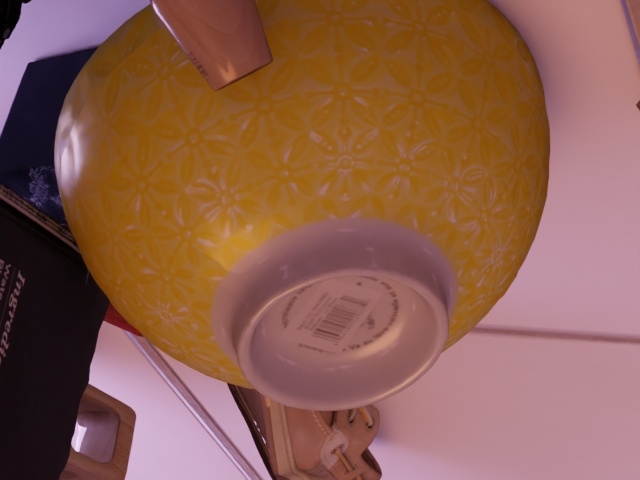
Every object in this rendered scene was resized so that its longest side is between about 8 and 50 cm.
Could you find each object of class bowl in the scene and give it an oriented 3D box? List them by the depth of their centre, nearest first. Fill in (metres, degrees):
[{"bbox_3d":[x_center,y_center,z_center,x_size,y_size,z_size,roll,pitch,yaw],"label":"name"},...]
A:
[{"bbox_3d":[0.000,0.000,1.057,0.289,0.156,0.289,-6,137,-6],"label":"bowl"}]

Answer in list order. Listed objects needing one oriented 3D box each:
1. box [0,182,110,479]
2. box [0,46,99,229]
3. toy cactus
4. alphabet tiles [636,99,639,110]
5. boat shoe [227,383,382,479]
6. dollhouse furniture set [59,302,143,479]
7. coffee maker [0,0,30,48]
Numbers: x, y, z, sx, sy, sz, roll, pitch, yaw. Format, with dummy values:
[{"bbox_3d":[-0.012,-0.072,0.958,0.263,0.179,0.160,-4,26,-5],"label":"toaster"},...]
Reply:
[{"bbox_3d":[-0.426,0.045,0.998,0.480,0.297,0.472,13,172,14],"label":"box"},{"bbox_3d":[-0.096,-0.047,1.209,0.158,0.093,0.156,-7,146,39],"label":"box"},{"bbox_3d":[-0.085,-0.158,0.932,0.180,0.112,0.219,62,153,-3],"label":"toy cactus"},{"bbox_3d":[0.272,0.004,1.092,0.198,0.009,0.237,36,175,47],"label":"alphabet tiles"},{"bbox_3d":[-0.008,0.140,1.527,0.098,0.109,0.302,-27,149,-6],"label":"boat shoe"},{"bbox_3d":[-0.240,0.114,1.286,0.201,0.374,0.152,-13,146,40],"label":"dollhouse furniture set"},{"bbox_3d":[-0.262,-0.155,1.044,0.178,0.171,0.120,29,116,14],"label":"coffee maker"}]
